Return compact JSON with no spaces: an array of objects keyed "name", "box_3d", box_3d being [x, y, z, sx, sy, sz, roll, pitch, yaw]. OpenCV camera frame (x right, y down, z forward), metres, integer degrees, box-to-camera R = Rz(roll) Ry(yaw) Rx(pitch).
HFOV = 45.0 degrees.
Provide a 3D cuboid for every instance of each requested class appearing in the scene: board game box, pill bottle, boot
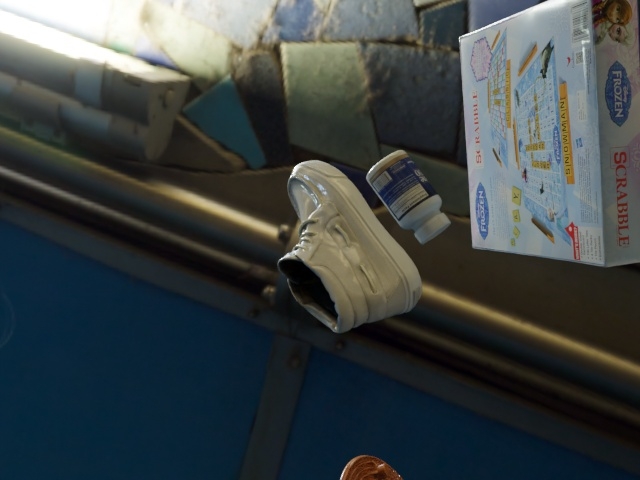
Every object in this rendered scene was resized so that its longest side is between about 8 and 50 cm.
[{"name":"board game box","box_3d":[0.289,-0.138,1.008,0.066,0.318,0.318,-6,-174,-16]},{"name":"pill bottle","box_3d":[0.121,-0.057,1.045,0.067,0.067,0.120,-21,-108,-50]},{"name":"boot","box_3d":[0.000,0.000,0.924,0.123,0.095,0.258,-17,-133,-28]}]

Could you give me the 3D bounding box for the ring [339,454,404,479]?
[{"name":"ring","box_3d":[0.129,0.479,1.150,0.336,0.032,0.336,50,-158,-30]}]
